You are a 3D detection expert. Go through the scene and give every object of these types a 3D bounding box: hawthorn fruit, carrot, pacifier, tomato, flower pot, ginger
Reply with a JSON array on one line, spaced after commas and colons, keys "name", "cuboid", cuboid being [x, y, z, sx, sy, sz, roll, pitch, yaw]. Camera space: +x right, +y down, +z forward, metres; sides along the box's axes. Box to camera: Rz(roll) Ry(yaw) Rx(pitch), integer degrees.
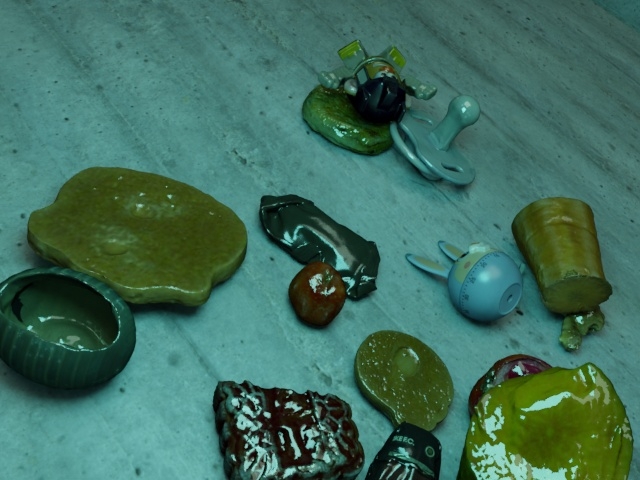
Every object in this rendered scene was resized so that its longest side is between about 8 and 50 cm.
[{"name": "hawthorn fruit", "cuboid": [-0.004, 0.105, 1.268, 0.128, 0.128, 0.128, 10, 48, -11]}, {"name": "carrot", "cuboid": [0.556, 0.045, 1.465, 0.196, 0.196, 0.254, 12, 46, -9]}, {"name": "pacifier", "cuboid": [0.313, -0.282, 1.639, 0.238, 0.226, 0.287, 12, 41, -36]}, {"name": "carrot", "cuboid": [0.348, 0.379, 1.033, 0.242, 0.340, 0.241, 1, 39, 0]}, {"name": "tomato", "cuboid": [0.375, 0.311, 1.239, 0.173, 0.099, 0.189, 36, 86, -7]}, {"name": "flower pot", "cuboid": [-0.425, 0.144, 1.052, 0.243, 0.157, 0.189, 23, 52, 4]}, {"name": "ginger", "cuboid": [0.589, 0.189, 1.437, 0.096, 0.067, 0.165, 23, 54, 7]}]

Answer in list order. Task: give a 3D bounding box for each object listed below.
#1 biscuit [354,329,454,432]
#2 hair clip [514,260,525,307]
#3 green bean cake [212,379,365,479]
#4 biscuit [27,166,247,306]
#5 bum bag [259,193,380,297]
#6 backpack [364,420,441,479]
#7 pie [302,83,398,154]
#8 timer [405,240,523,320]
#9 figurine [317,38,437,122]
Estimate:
[{"name": "biscuit", "cuboid": [0.157, 0.268, 1.225, 0.208, 0.049, 0.181, 41, 49, 15]}, {"name": "hair clip", "cuboid": [0.453, 0.107, 1.490, 0.030, 0.039, 0.115, 17, 57, -3]}, {"name": "green bean cake", "cuboid": [-0.052, 0.328, 1.066, 0.233, 0.097, 0.198, -1, 50, -19]}, {"name": "biscuit", "cuboid": [-0.343, -0.012, 1.263, 0.385, 0.062, 0.365, 23, 35, 0]}, {"name": "bum bag", "cuboid": [0.000, 0.000, 1.392, 0.326, 0.079, 0.142, 37, 56, 10]}, {"name": "backpack", "cuboid": [0.142, 0.390, 1.072, 0.120, 0.106, 0.165, 20, 55, 5]}, {"name": "pie", "cuboid": [0.085, -0.337, 1.721, 0.277, 0.078, 0.277, 13, 43, -13]}, {"name": "timer", "cuboid": [0.328, 0.059, 1.396, 0.175, 0.175, 0.255, -18, 57, -31]}, {"name": "figurine", "cuboid": [0.148, -0.404, 1.652, 0.309, 0.143, 0.308, -6, 44, 6]}]
